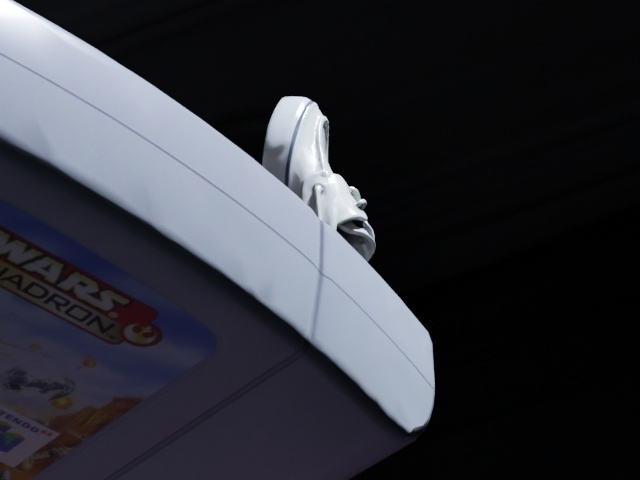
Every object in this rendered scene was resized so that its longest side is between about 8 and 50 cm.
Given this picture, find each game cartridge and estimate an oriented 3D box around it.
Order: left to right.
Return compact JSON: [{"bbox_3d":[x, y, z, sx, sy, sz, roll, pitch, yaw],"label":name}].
[{"bbox_3d":[-0.124,0.011,0.544,0.297,0.198,0.062,30,48,-27],"label":"game cartridge"}]

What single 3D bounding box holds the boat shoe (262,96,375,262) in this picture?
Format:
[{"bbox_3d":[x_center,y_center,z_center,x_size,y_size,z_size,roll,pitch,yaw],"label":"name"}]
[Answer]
[{"bbox_3d":[0.000,0.000,1.463,0.095,0.084,0.258,75,14,-56],"label":"boat shoe"}]
